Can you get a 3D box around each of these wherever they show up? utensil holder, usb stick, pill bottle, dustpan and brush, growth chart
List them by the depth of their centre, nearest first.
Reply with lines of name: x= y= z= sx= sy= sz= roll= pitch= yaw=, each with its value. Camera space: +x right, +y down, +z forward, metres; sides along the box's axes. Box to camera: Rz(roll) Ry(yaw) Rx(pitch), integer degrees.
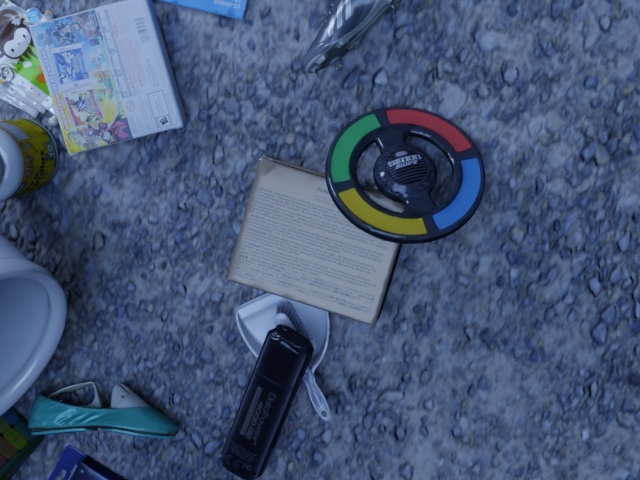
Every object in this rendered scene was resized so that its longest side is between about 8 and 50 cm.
utensil holder: x=-0.617 y=0.065 z=1.673 sx=0.385 sy=0.327 sz=0.328 roll=38 pitch=105 yaw=23
pill bottle: x=-0.481 y=-0.117 z=1.723 sx=0.117 sy=0.208 sz=0.118 roll=2 pitch=100 yaw=9
usb stick: x=-0.084 y=0.252 z=1.771 sx=0.077 sy=0.045 sz=0.278 roll=28 pitch=119 yaw=11
dustpan and brush: x=-0.030 y=0.175 z=1.774 sx=0.147 sy=0.060 sz=0.211 roll=-25 pitch=95 yaw=13
growth chart: x=-0.471 y=-0.285 z=1.788 sx=0.237 sy=0.021 sz=0.172 roll=24 pitch=104 yaw=3

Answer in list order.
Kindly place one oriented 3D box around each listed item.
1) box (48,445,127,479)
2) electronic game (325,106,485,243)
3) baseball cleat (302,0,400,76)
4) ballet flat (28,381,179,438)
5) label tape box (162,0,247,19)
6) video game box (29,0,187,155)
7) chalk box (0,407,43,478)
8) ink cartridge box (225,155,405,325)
box: x=-0.352 y=0.448 z=1.892 sx=0.225 sy=0.036 sz=0.136 roll=30 pitch=103 yaw=5
electronic game: x=0.121 y=-0.096 z=1.647 sx=0.229 sy=0.048 sz=0.229 roll=1 pitch=59 yaw=-2
baseball cleat: x=0.036 y=-0.337 z=1.677 sx=0.206 sy=0.072 sz=0.109 roll=-41 pitch=78 yaw=9
ballet flat: x=-0.346 y=0.269 z=1.838 sx=0.247 sy=0.083 sz=0.087 roll=0 pitch=83 yaw=8
label tape box: x=-0.200 y=-0.515 z=1.655 sx=0.249 sy=0.115 sz=0.348 roll=15 pitch=101 yaw=7
video game box: x=-0.318 y=-0.249 z=1.742 sx=0.187 sy=0.048 sz=0.205 roll=-13 pitch=104 yaw=6
chalk box: x=-0.578 y=0.340 z=1.837 sx=0.179 sy=0.180 sz=0.289 roll=41 pitch=105 yaw=1
ink cartridge box: x=0.000 y=0.000 z=1.711 sx=0.234 sy=0.088 sz=0.193 roll=18 pitch=92 yaw=7
